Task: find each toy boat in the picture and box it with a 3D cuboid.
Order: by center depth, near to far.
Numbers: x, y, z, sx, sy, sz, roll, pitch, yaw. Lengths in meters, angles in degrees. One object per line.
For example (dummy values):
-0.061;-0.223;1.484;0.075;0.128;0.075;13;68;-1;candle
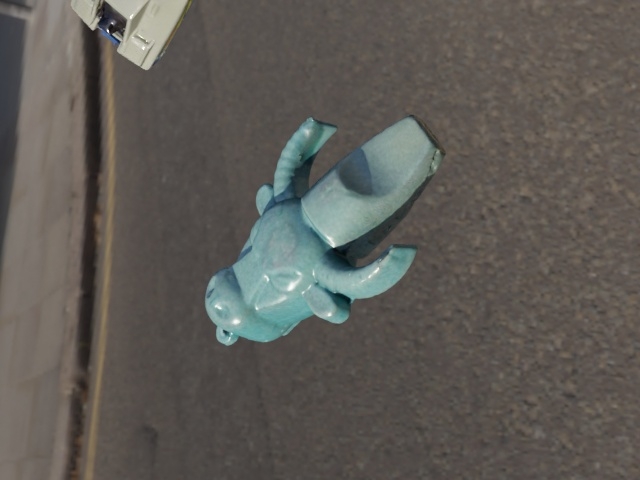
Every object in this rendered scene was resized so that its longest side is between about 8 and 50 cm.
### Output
-0.192;-0.305;1.148;0.088;0.129;0.295;-53;6;-32;toy boat

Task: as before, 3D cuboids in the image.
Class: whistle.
0.000;0.000;0.923;0.274;0.093;0.186;-45;49;17;whistle
